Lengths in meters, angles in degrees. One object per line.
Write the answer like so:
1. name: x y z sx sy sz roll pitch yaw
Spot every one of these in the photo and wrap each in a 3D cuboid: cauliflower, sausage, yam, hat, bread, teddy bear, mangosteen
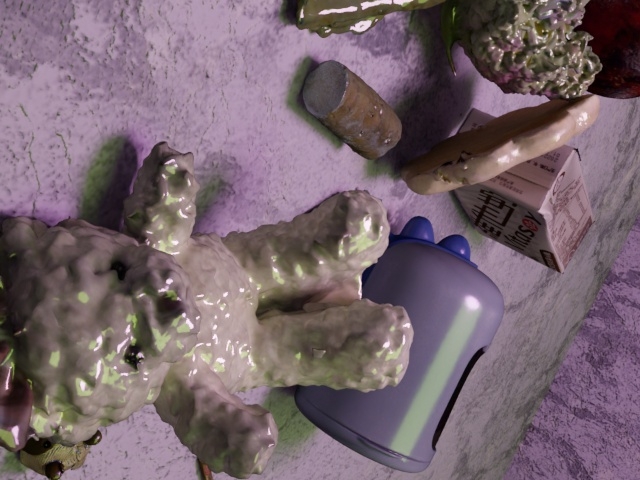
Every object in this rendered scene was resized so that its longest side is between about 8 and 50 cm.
1. cauliflower: 0.299 -0.324 1.165 0.315 0.239 0.256 -37 159 12
2. sausage: -0.165 0.341 1.280 0.015 0.015 0.100 -40 145 -33
3. yam: 0.040 -0.159 1.095 0.078 0.078 0.179 -62 152 2
4. hat: -0.277 0.219 0.948 0.077 0.059 0.076 -28 142 -52
5. bread: 0.256 -0.138 1.276 0.316 0.316 0.054 -33 102 -41
6. teddy bear: -0.112 0.059 0.815 0.362 0.375 0.328 53 26 -78
7. mangosteen: 0.489 -0.405 1.436 0.306 0.360 0.306 -33 175 -4

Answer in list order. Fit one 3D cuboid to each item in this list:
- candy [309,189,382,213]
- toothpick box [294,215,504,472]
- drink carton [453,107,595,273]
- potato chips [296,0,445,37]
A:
1. candy: 0.001 0.001 1.193 0.292 0.059 0.086 -34 143 -37
2. toothpick box: 0.126 0.144 1.363 0.355 0.263 0.263 -62 151 1
3. drink carton: 0.351 -0.078 1.543 0.132 0.194 0.324 -58 151 -7
4. potato chips: 0.119 -0.379 0.888 0.389 0.097 0.373 -24 144 1
